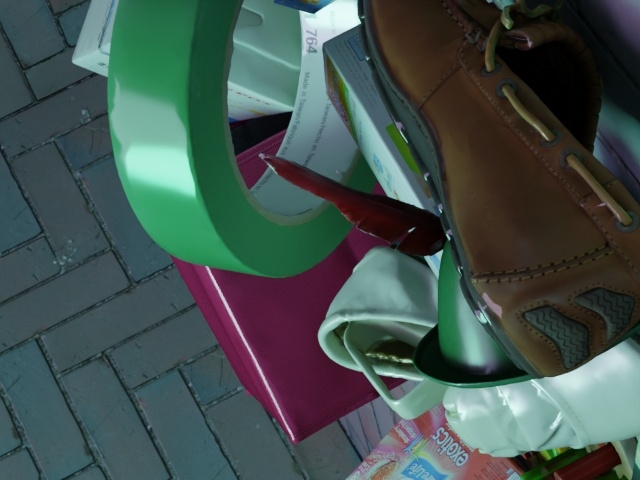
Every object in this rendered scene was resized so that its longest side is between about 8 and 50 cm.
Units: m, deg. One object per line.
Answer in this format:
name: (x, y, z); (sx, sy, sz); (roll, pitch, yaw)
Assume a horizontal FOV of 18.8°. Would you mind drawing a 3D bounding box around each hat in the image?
hat: (0.114, -0.017, 1.288); (0.173, 0.208, 0.183); (-2, 113, 46)

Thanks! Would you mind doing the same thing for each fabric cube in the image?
fabric cube: (0.000, 0.000, 1.824); (0.258, 0.259, 0.254); (63, 171, -12)

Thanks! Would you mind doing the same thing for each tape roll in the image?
tape roll: (-0.042, -0.133, 1.518); (0.077, 0.321, 0.321); (10, 140, 29)

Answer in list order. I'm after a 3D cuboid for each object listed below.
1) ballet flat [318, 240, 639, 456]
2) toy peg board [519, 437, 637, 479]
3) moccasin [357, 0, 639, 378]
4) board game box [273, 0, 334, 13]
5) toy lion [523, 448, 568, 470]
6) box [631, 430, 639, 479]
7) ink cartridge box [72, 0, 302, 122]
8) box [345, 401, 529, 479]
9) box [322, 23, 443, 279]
ballet flat: (0.126, 0.102, 1.520); (0.400, 0.139, 0.139); (21, 139, 58)
toy peg board: (0.209, 0.167, 1.683); (0.160, 0.079, 0.161); (65, 172, -15)
moccasin: (0.121, -0.087, 1.204); (0.139, 0.147, 0.380); (49, -166, -35)
board game box: (0.018, -0.247, 1.340); (0.211, 0.039, 0.160); (-170, 96, -80)
toy lion: (0.218, 0.188, 1.897); (0.100, 0.034, 0.096); (-138, 29, -68)
box: (0.311, 0.270, 1.441); (0.232, 0.058, 0.322); (59, 171, 25)
ink cartridge box: (-0.099, -0.216, 1.747); (0.171, 0.168, 0.233); (21, 174, -18)
box: (0.162, 0.291, 2.005); (0.142, 0.154, 0.300); (42, 180, -23)
box: (0.097, -0.076, 1.458); (0.203, 0.114, 0.103); (59, 173, 15)
